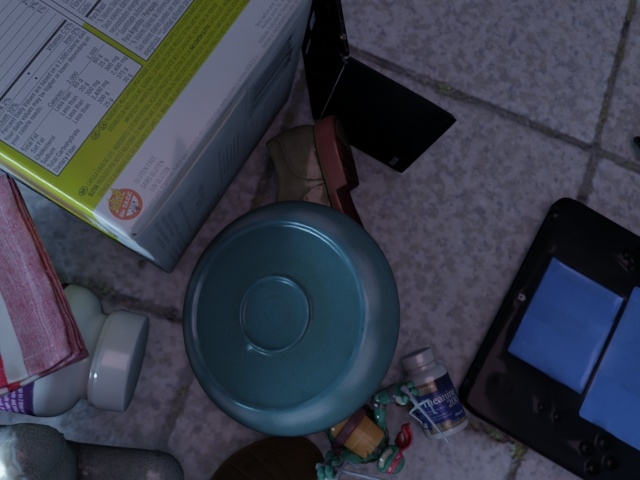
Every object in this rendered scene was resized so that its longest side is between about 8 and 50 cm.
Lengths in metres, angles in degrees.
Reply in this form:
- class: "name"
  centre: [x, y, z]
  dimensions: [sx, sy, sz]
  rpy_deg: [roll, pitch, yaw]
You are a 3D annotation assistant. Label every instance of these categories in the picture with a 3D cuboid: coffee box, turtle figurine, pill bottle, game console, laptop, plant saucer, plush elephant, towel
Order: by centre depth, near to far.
- class: "towel"
  centre: [-0.450, 0.091, 0.645]
  dimensions: [0.329, 0.037, 0.236]
  rpy_deg: [-25, 80, -15]
- class: "plush elephant"
  centre: [-0.370, 0.346, 0.676]
  dimensions: [0.330, 0.272, 0.255]
  rpy_deg: [-2, 64, 19]
- class: "coffee box"
  centre: [-0.250, -0.199, 0.751]
  dimensions: [0.335, 0.337, 0.338]
  rpy_deg: [32, 77, -2]
- class: "pill bottle"
  centre: [-0.379, 0.126, 0.756]
  dimensions: [0.302, 0.169, 0.169]
  rpy_deg: [12, 78, -7]
- class: "plant saucer"
  centre: [-0.055, 0.098, 0.802]
  dimensions: [0.318, 0.044, 0.317]
  rpy_deg: [-3, 80, 20]
- class: "turtle figurine"
  centre: [0.043, 0.255, 0.830]
  dimensions: [0.234, 0.118, 0.175]
  rpy_deg: [34, 61, 14]
- class: "laptop"
  centre: [0.066, -0.248, 0.866]
  dimensions: [0.137, 0.234, 0.264]
  rpy_deg: [-7, 81, -12]
- class: "pill bottle"
  centre: [0.161, 0.220, 0.880]
  dimensions: [0.067, 0.067, 0.120]
  rpy_deg: [-21, 84, -12]
- class: "game console"
  centre: [0.439, 0.168, 0.941]
  dimensions: [0.342, 0.060, 0.386]
  rpy_deg: [32, 76, -3]

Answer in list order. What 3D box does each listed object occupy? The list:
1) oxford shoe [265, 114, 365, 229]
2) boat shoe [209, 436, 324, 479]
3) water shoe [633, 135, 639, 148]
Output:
- class: "oxford shoe"
  centre: [0.000, 0.000, 0.890]
  dimensions: [0.130, 0.123, 0.347]
  rpy_deg: [-11, 82, 16]
- class: "boat shoe"
  centre: [-0.115, 0.356, 0.784]
  dimensions: [0.285, 0.089, 0.105]
  rpy_deg: [-26, 52, -35]
- class: "water shoe"
  centre: [0.620, -0.217, 1.035]
  dimensions: [0.080, 0.073, 0.203]
  rpy_deg: [43, 76, 3]
